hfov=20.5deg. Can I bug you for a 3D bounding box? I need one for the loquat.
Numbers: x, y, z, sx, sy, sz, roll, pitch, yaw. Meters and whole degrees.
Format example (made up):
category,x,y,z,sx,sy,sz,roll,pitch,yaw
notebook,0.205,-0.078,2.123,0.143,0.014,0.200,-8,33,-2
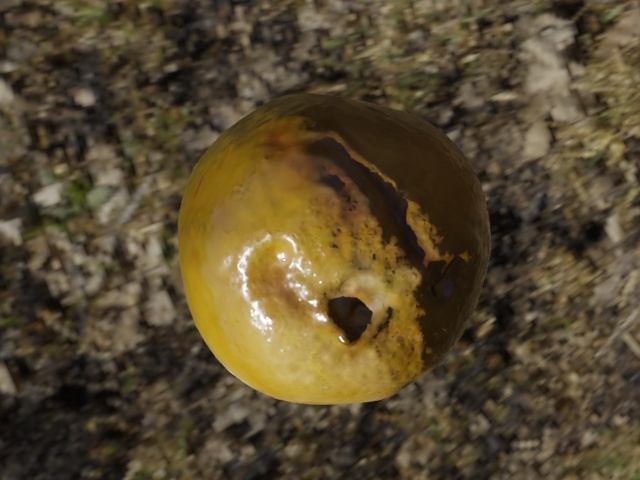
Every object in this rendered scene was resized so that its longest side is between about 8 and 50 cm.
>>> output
category,x,y,z,sx,sy,sz,roll,pitch,yaw
loquat,0.000,0.000,1.499,0.284,0.276,0.276,52,129,51
